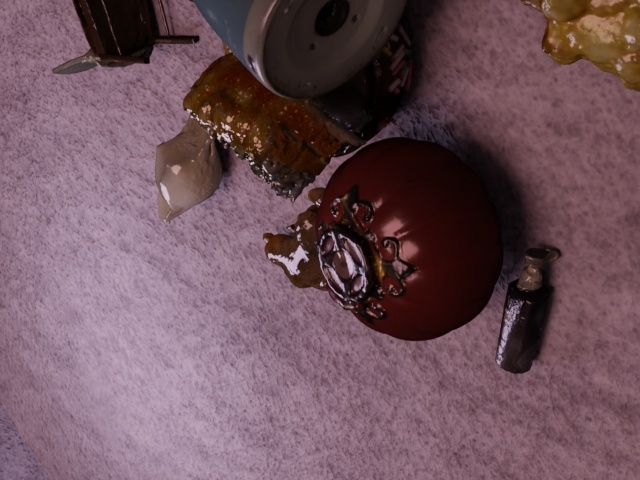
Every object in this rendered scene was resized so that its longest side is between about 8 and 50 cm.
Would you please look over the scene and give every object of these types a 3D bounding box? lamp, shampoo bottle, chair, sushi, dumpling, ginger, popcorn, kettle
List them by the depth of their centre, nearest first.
[{"bbox_3d":[0.345,-0.304,1.279,0.252,0.215,0.286,-33,77,29],"label":"popcorn"},{"bbox_3d":[-0.083,-0.405,1.490,0.342,0.247,0.319,47,163,28],"label":"kettle"},{"bbox_3d":[-0.072,-0.164,1.626,0.274,0.139,0.184,39,178,43],"label":"sushi"},{"bbox_3d":[0.127,-0.001,1.651,0.303,0.257,0.303,28,128,42],"label":"lamp"},{"bbox_3d":[0.304,0.101,1.657,0.057,0.063,0.207,44,140,42],"label":"shampoo bottle"},{"bbox_3d":[-0.001,0.001,1.948,0.166,0.080,0.333,55,146,-4],"label":"ginger"},{"bbox_3d":[-0.393,-0.417,2.138,0.319,0.160,0.186,7,119,47],"label":"chair"},{"bbox_3d":[-0.259,-0.153,2.159,0.166,0.126,0.215,-112,18,-45],"label":"dumpling"}]

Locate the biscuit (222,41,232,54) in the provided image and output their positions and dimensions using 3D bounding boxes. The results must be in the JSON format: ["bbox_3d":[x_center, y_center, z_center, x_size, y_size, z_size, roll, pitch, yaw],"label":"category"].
[{"bbox_3d":[-0.141,-0.326,1.992,0.081,0.018,0.083,0,108,50],"label":"biscuit"}]

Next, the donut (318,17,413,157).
[{"bbox_3d":[0.025,-0.301,1.718,0.259,0.136,0.345,1,110,48],"label":"donut"}]
